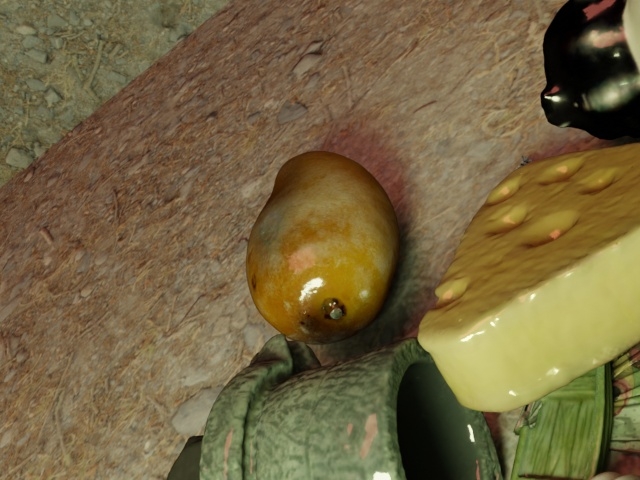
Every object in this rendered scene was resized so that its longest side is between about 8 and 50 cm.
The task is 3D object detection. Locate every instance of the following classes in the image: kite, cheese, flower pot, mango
[{"bbox_3d":[0.310,0.130,0.942,0.267,0.013,0.323,-39,34,15],"label":"kite"},{"bbox_3d":[0.269,0.001,0.970,0.384,0.104,0.384,-30,16,9],"label":"cheese"},{"bbox_3d":[0.010,0.231,0.934,0.282,0.299,0.299,-23,38,29],"label":"flower pot"},{"bbox_3d":[0.000,0.000,1.288,0.221,0.199,0.384,-39,30,16],"label":"mango"}]

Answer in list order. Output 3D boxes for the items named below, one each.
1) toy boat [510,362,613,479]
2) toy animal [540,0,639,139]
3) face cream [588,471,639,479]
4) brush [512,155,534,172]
[{"bbox_3d":[0.228,0.221,0.885,0.093,0.055,0.293,-10,50,46],"label":"toy boat"},{"bbox_3d":[0.406,-0.236,1.061,0.266,0.212,0.213,-16,42,48],"label":"toy animal"},{"bbox_3d":[0.266,0.252,0.781,0.091,0.091,0.095,-50,39,-5],"label":"face cream"},{"bbox_3d":[0.235,-0.038,1.213,0.178,0.030,0.033,-52,41,-8],"label":"brush"}]
